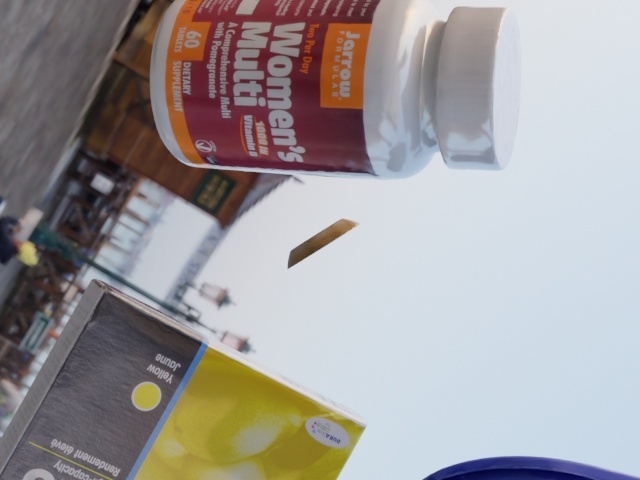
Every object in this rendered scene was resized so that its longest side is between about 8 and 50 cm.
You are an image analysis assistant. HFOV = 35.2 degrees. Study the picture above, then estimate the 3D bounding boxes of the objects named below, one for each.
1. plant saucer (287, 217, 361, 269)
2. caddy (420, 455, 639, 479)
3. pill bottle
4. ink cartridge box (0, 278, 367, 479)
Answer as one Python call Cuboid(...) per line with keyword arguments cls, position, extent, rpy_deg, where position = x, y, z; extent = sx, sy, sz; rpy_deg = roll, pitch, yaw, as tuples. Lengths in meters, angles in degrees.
Cuboid(cls="plant saucer", position=(0.000, 0.000, 0.967), extent=(0.083, 0.015, 0.083), rpy_deg=(-32, 179, 0))
Cuboid(cls="caddy", position=(0.214, 0.264, 0.707), extent=(0.241, 0.341, 0.179), rpy_deg=(92, 14, -49))
Cuboid(cls="pill bottle", position=(0.012, -0.101, 0.655), extent=(0.121, 0.221, 0.121), rpy_deg=(5, 90, -70))
Cuboid(cls="ink cartridge box", position=(-0.155, 0.239, 0.960), extent=(0.307, 0.303, 0.072), rpy_deg=(-62, -157, -5))
